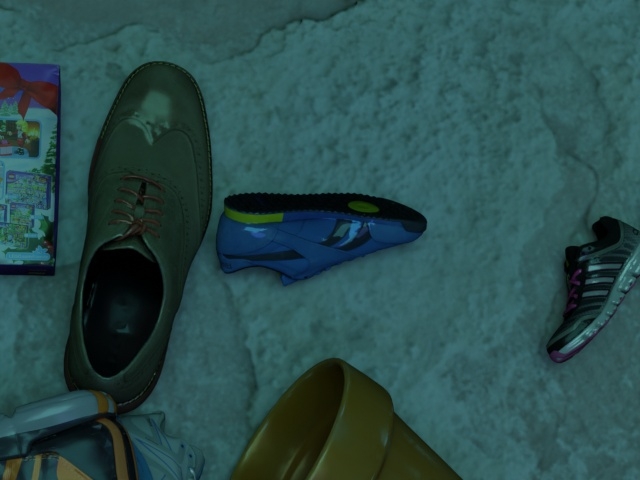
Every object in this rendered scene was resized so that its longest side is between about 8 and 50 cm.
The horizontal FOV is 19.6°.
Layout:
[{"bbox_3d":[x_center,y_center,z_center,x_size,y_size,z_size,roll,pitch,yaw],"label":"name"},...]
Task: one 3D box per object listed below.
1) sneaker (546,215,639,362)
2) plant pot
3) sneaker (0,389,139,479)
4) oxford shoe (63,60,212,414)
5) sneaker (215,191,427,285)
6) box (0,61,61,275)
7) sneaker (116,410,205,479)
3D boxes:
[{"bbox_3d":[0.262,0.044,1.828,0.075,0.063,0.170,37,72,4],"label":"sneaker"},{"bbox_3d":[0.038,0.241,1.690,0.188,0.205,0.205,33,74,-15],"label":"plant pot"},{"bbox_3d":[-0.311,0.262,1.634,0.321,0.124,0.180,-20,74,4],"label":"sneaker"},{"bbox_3d":[-0.163,-0.014,1.743,0.123,0.130,0.348,7,76,-6],"label":"oxford shoe"},{"bbox_3d":[0.000,0.000,1.806,0.209,0.069,0.082,0,110,-17],"label":"sneaker"},{"bbox_3d":[-0.395,-0.071,1.761,0.293,0.057,0.201,2,78,-7],"label":"box"},{"bbox_3d":[-0.136,0.225,1.699,0.083,0.071,0.190,-14,52,-23],"label":"sneaker"}]
